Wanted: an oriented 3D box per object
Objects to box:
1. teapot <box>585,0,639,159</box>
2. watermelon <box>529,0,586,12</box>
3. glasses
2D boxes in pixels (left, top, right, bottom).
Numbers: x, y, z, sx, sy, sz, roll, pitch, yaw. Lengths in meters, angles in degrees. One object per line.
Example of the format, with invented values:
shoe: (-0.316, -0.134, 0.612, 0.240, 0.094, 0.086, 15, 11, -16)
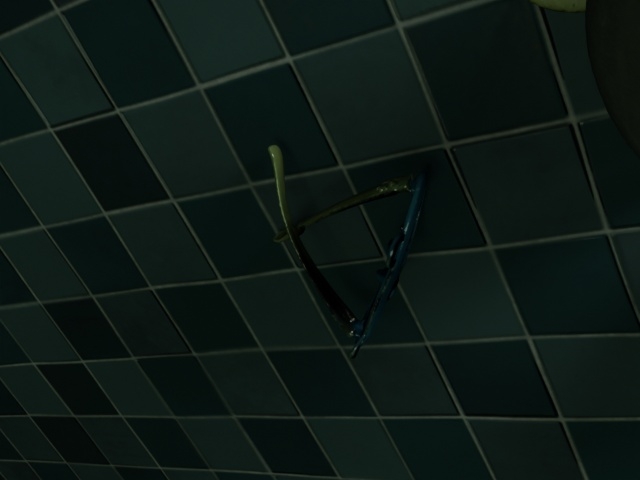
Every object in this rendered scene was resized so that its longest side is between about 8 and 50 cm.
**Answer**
teapot: (0.334, -0.124, 0.504, 0.223, 0.285, 0.305, 32, 150, 50)
watermelon: (0.232, -0.251, 0.596, 0.119, 0.063, 0.245, 42, 144, 18)
glasses: (0.028, -0.013, 0.912, 0.207, 0.102, 0.239, 49, 143, 25)
